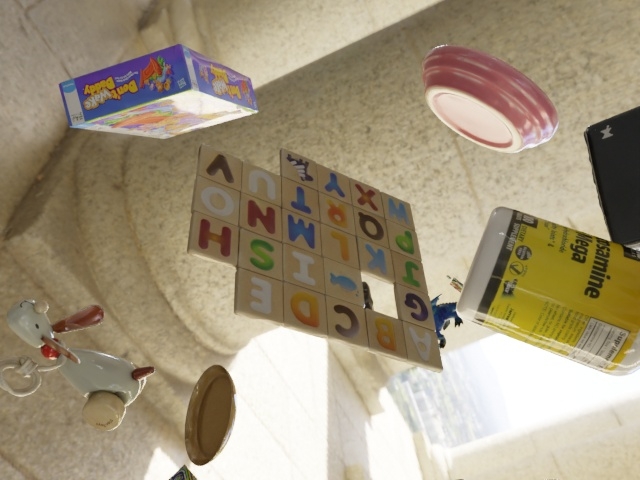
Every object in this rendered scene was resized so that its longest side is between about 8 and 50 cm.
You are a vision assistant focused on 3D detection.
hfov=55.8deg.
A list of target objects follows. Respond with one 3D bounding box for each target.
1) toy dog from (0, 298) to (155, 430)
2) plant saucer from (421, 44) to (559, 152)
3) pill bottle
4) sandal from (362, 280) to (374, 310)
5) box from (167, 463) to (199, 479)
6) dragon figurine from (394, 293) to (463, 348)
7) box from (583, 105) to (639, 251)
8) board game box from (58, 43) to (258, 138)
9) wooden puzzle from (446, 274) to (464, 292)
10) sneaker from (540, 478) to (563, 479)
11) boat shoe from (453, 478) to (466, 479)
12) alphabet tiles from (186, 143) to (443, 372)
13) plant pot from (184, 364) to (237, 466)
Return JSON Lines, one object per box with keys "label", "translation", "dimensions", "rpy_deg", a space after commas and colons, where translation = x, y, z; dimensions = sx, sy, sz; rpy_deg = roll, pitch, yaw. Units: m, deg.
{"label": "toy dog", "translation": [-0.478, 0.239, 1.254], "dimensions": [0.333, 0.161, 0.220], "rpy_deg": [41, 21, -36]}
{"label": "plant saucer", "translation": [0.360, -0.299, 1.352], "dimensions": [0.332, 0.084, 0.332], "rpy_deg": [33, -2, 2]}
{"label": "pill bottle", "translation": [0.389, 0.085, 0.902], "dimensions": [0.188, 0.333, 0.188], "rpy_deg": [20, 90, -77]}
{"label": "sandal", "translation": [0.109, 0.199, 1.645], "dimensions": [0.060, 0.089, 0.219], "rpy_deg": [59, 18, -29]}
{"label": "box", "translation": [-0.275, 0.570, 1.341], "dimensions": [0.168, 0.054, 0.059], "rpy_deg": [16, -38, 54]}
{"label": "dragon figurine", "translation": [0.295, 0.192, 1.604], "dimensions": [0.144, 0.289, 0.085], "rpy_deg": [49, -23, -9]}
{"label": "box", "translation": [0.844, -0.086, 1.151], "dimensions": [0.471, 0.479, 0.298], "rpy_deg": [32, 49, -40]}
{"label": "board game box", "translation": [-0.287, -0.271, 1.158], "dimensions": [0.347, 0.233, 0.078], "rpy_deg": [-26, 103, -76]}
{"label": "wooden puzzle", "translation": [0.322, 0.108, 1.390], "dimensions": [0.083, 0.006, 0.049], "rpy_deg": [39, -12, 15]}
{"label": "sneaker", "translation": [0.279, 0.390, 0.879], "dimensions": [0.121, 0.262, 0.100], "rpy_deg": [83, 7, -79]}
{"label": "boat shoe", "translation": [0.198, 0.552, 1.187], "dimensions": [0.095, 0.258, 0.095], "rpy_deg": [-15, 57, -47]}
{"label": "alphabet tiles", "translation": [0.000, 0.000, 0.527], "dimensions": [0.237, 0.009, 0.198], "rpy_deg": [21, 44, -26]}
{"label": "plant pot", "translation": [-0.260, 0.419, 1.453], "dimensions": [0.032, 0.236, 0.236], "rpy_deg": [21, 38, -32]}
